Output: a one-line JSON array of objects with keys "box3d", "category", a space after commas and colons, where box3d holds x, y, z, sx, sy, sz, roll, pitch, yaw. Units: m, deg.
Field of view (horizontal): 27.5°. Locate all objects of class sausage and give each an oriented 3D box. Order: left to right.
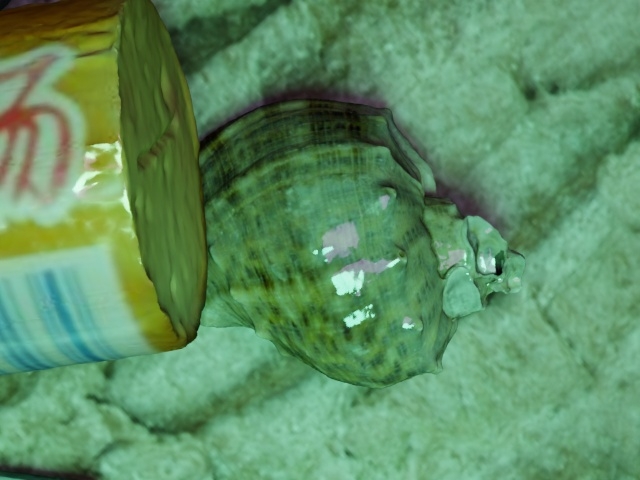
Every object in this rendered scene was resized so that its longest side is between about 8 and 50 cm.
[{"box3d": [-0.231, -0.023, 0.818, 0.287, 0.233, 0.233, -8, 94, 7], "category": "sausage"}]

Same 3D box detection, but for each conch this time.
[{"box3d": [0.006, 0.001, 0.941, 0.291, 0.159, 0.210, 1, 93, -11], "category": "conch"}]

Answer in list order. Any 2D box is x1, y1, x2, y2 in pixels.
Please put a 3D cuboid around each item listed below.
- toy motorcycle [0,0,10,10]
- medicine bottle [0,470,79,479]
[{"box3d": [-0.318, -0.220, 0.887, 0.275, 0.125, 0.187, 14, 79, -10], "category": "toy motorcycle"}, {"box3d": [-0.262, 0.207, 0.942, 0.209, 0.054, 0.090, 10, 92, -9], "category": "medicine bottle"}]
